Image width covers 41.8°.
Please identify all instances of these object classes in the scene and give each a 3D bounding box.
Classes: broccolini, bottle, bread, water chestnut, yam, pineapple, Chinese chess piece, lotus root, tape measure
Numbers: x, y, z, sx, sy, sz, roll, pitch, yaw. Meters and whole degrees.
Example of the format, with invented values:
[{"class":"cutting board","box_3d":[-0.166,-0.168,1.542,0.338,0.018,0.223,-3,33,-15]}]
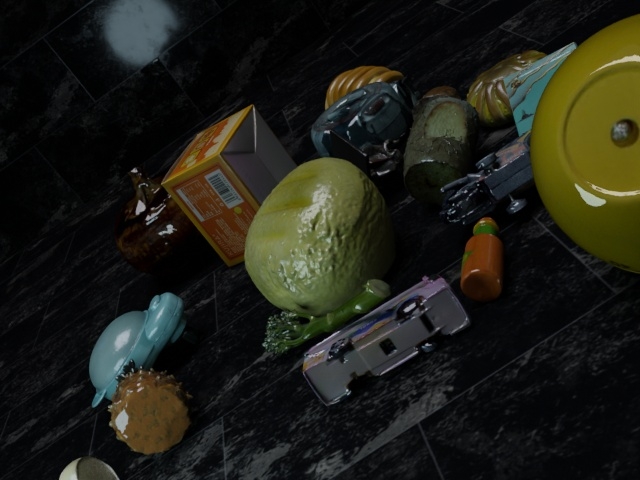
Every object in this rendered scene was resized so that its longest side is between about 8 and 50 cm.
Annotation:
[{"class":"broccolini","box_3d":[-0.001,0.122,1.447,0.078,0.074,0.392,-54,10,-36]},{"class":"bottle","box_3d":[0.272,0.023,1.390,0.069,0.069,0.187,-24,23,28]},{"class":"bread","box_3d":[0.416,-0.337,1.840,0.213,0.104,0.213,-29,27,16]},{"class":"water chestnut","box_3d":[-0.420,-0.084,2.289,0.350,0.302,0.350,-33,26,18]},{"class":"bread","box_3d":[0.129,-0.430,2.408,0.173,0.121,0.311,-42,24,-15]},{"class":"yam","box_3d":[0.246,-0.178,1.721,0.154,0.154,0.254,-23,31,30]},{"class":"pineapple","box_3d":[-0.343,0.315,1.631,0.158,0.157,0.279,-42,15,-13]},{"class":"Chinese chess piece","box_3d":[-0.404,0.441,1.477,0.051,0.122,0.122,-39,22,10]},{"class":"bread","box_3d":[-0.007,-0.009,1.629,0.321,0.237,0.320,-33,20,14]},{"class":"lotus root","box_3d":[0.278,-0.294,1.926,0.112,0.122,0.081,-32,19,33]},{"class":"tape measure","box_3d":[0.104,-0.304,2.167,0.256,0.147,0.275,-16,29,42]}]

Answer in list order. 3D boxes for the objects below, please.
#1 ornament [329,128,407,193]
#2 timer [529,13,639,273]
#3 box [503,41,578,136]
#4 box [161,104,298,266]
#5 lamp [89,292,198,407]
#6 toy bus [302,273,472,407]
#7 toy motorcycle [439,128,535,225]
[{"class":"ornament","box_3d":[0.149,-0.186,1.907,0.196,0.166,0.153,-24,40,-19]},{"class":"timer","box_3d":[0.465,-0.123,1.107,0.376,0.375,0.387,-19,-15,36]},{"class":"box","box_3d":[0.458,-0.273,1.644,0.162,0.041,0.229,-26,44,24]},{"class":"box","box_3d":[-0.204,-0.133,2.096,0.214,0.283,0.259,-23,26,28]},{"class":"lamp","box_3d":[-0.406,0.234,1.852,0.284,0.147,0.209,-35,21,2]},{"class":"toy bus","box_3d":[0.103,0.154,1.351,0.274,0.090,0.112,-32,14,9]},{"class":"toy motorcycle","box_3d":[0.347,-0.124,1.514,0.307,0.108,0.173,-33,3,17]}]
